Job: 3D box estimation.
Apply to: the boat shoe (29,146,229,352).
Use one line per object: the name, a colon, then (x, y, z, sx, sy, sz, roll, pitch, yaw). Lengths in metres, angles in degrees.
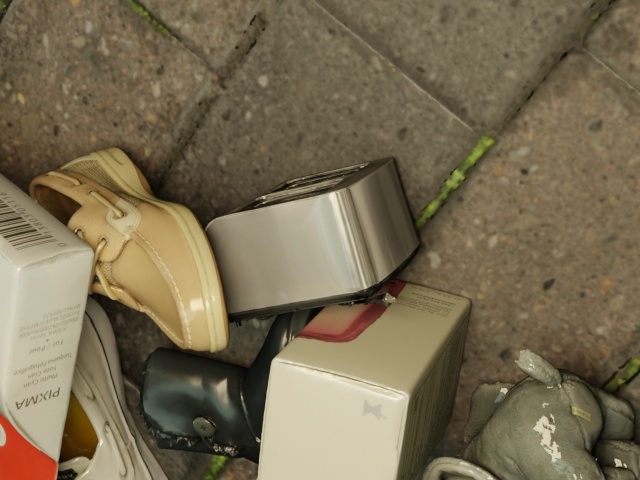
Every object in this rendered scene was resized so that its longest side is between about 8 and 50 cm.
boat shoe: (-0.190, 0.015, 1.047, 0.341, 0.110, 0.121, 39, 139, 52)

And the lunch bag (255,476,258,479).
lunch bag: (-0.057, 0.306, 1.225, 0.071, 0.053, 0.083, 33, 106, 6)

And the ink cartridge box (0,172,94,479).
ink cartridge box: (-0.379, 0.103, 1.101, 0.308, 0.091, 0.385, 34, 120, 31)

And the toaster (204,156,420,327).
toaster: (0.000, 0.000, 1.036, 0.186, 0.168, 0.110, -11, 102, 25)

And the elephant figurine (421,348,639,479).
elephant figurine: (0.181, 0.225, 1.058, 0.239, 0.169, 0.186, -26, 67, 42)

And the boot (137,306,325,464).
boot: (-0.097, 0.150, 1.148, 0.207, 0.094, 0.246, 12, 129, 16)

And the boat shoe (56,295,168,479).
boat shoe: (-0.274, 0.250, 1.232, 0.136, 0.156, 0.367, -6, 104, 23)

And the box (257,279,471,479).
box: (0.047, 0.145, 1.029, 0.127, 0.232, 0.148, 14, 112, 17)
